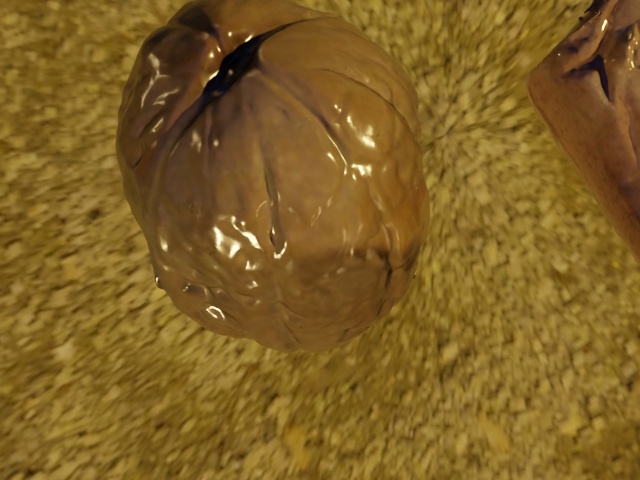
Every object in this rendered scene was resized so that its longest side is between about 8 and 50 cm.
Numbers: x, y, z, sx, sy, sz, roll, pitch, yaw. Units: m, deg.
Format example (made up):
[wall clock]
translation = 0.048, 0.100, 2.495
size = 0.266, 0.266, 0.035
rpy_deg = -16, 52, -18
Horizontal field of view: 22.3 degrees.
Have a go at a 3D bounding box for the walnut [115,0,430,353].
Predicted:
[walnut]
translation = -0.023, -0.026, 0.896
size = 0.178, 0.230, 0.178
rpy_deg = -2, 51, 3

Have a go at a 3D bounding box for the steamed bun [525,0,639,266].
[steamed bun]
translation = 0.291, -0.106, 1.017
size = 0.301, 0.199, 0.251
rpy_deg = -38, 88, 3

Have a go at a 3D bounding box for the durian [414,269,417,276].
[durian]
translation = 0.000, 0.000, 1.477
size = 0.208, 0.146, 0.102
rpy_deg = 28, 55, 28
